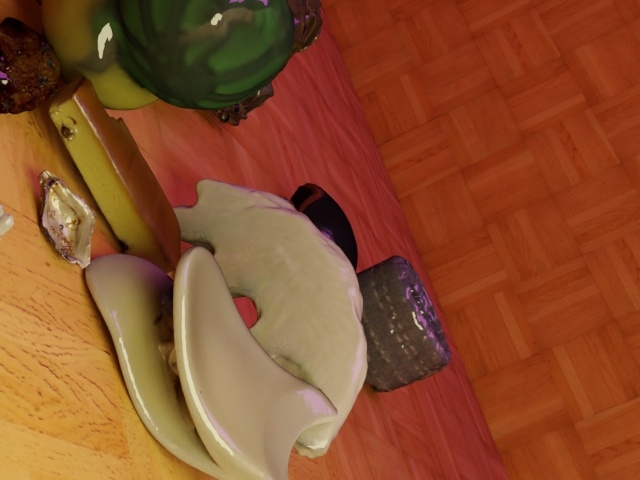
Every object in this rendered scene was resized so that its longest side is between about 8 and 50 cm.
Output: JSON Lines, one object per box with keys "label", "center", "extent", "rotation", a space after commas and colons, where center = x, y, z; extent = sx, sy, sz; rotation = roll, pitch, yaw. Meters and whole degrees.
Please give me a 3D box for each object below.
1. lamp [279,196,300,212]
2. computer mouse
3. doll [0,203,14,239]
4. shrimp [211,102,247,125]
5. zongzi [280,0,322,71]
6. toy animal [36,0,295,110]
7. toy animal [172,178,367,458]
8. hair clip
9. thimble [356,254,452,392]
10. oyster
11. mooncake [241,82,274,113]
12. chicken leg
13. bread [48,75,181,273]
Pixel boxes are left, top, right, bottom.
{"label": "lamp", "center": [-0.072, -0.025, 1.466], "extent": [0.101, 0.090, 0.101], "rotation": [24, 22, -10]}
{"label": "computer mouse", "center": [0.005, -0.002, 1.686], "extent": [0.323, 0.116, 0.183], "rotation": [-78, 146, -72]}
{"label": "doll", "center": [-0.264, 0.001, 0.722], "extent": [0.058, 0.040, 0.085], "rotation": [55, 12, 4]}
{"label": "shrimp", "center": [-0.216, -0.292, 1.488], "extent": [0.296, 0.058, 0.169], "rotation": [42, 23, -53]}
{"label": "zongzi", "center": [-0.201, -0.467, 1.420], "extent": [0.500, 0.218, 0.467], "rotation": [51, 15, -10]}
{"label": "toy animal", "center": [-0.184, -0.227, 0.989], "extent": [0.191, 0.338, 0.216], "rotation": [-55, 139, -25]}
{"label": "toy animal", "center": [-0.068, 0.088, 1.136], "extent": [0.308, 0.266, 0.188], "rotation": [24, -13, 13]}
{"label": "hair clip", "center": [-0.113, 0.121, 0.918], "extent": [0.282, 0.113, 0.172], "rotation": [60, 26, -14]}
{"label": "thimble", "center": [0.130, 0.160, 1.757], "extent": [0.236, 0.172, 0.205], "rotation": [64, 15, 8]}
{"label": "oyster", "center": [-0.240, -0.018, 0.876], "extent": [0.051, 0.034, 0.093], "rotation": [11, 64, -55]}
{"label": "mooncake", "center": [-0.145, -0.280, 1.593], "extent": [0.073, 0.130, 0.125], "rotation": [-25, 91, -46]}
{"label": "chicken leg", "center": [-0.296, -0.167, 0.870], "extent": [0.234, 0.063, 0.105], "rotation": [-63, 131, -78]}
{"label": "bread", "center": [-0.212, -0.068, 0.982], "extent": [0.088, 0.049, 0.226], "rotation": [-92, 162, -57]}
